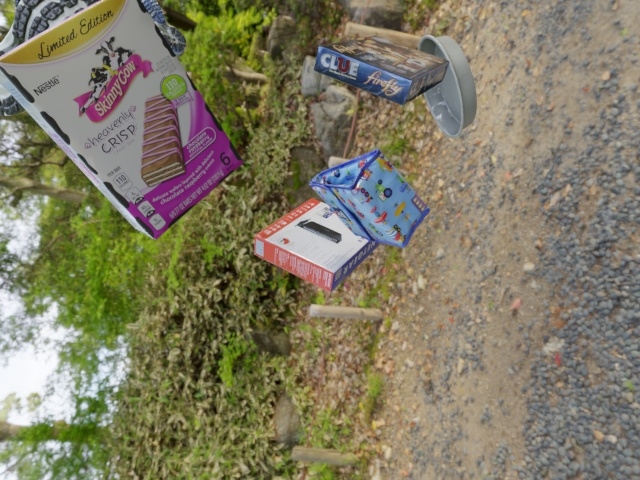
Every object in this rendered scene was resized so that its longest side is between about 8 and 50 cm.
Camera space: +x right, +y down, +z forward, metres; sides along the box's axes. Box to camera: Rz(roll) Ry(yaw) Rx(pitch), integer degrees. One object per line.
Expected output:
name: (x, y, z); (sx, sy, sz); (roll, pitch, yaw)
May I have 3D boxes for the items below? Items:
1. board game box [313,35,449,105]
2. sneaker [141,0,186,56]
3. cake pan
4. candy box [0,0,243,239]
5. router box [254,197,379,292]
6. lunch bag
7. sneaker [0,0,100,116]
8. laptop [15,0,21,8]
board game box: (0.119, -0.311, 0.769); (0.243, 0.165, 0.042); (-44, -24, -51)
sneaker: (-0.329, -0.432, 0.885); (0.052, 0.135, 0.058); (-39, 7, -11)
cake pan: (0.355, -0.434, 1.214); (0.293, 0.054, 0.292); (-21, -90, -88)
candy box: (-0.218, -0.139, 0.506); (0.071, 0.233, 0.159); (17, 57, 47)
router box: (0.000, 0.000, 1.456); (0.335, 0.302, 0.082); (-39, -35, -47)
lunch bag: (0.106, -0.105, 1.174); (0.138, 0.221, 0.293); (-53, 23, -17)
sneaker: (-0.643, -0.470, 1.045); (0.411, 0.158, 0.182); (-31, 21, 14)
laptop: (-0.792, -0.574, 1.310); (0.234, 0.137, 0.263); (-168, 72, -73)
